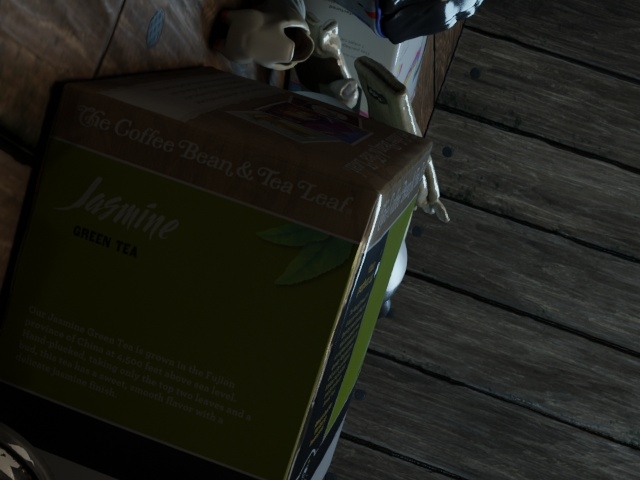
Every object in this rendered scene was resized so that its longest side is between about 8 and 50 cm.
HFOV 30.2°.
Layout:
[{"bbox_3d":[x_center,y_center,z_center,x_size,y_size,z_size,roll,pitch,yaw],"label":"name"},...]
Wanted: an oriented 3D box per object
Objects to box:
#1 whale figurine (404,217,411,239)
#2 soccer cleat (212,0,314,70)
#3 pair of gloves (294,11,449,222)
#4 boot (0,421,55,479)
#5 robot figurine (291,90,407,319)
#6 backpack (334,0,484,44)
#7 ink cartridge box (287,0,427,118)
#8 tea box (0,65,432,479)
[{"bbox_3d":[0.068,-0.078,2.038,0.272,0.141,0.216,-104,-156,-56],"label":"whale figurine"},{"bbox_3d":[-0.037,-0.190,1.101,0.196,0.076,0.068,-52,159,-68],"label":"soccer cleat"},{"bbox_3d":[0.043,-0.135,1.227,0.042,0.240,0.204,-33,134,-14],"label":"pair of gloves"},{"bbox_3d":[-0.244,0.244,0.665,0.229,0.091,0.263,-61,170,-53],"label":"boot"},{"bbox_3d":[-0.011,-0.019,1.203,0.173,0.209,0.278,-52,144,-28],"label":"robot figurine"},{"bbox_3d":[0.086,-0.328,1.086,0.263,0.213,0.276,-57,164,-13],"label":"backpack"},{"bbox_3d":[0.054,-0.239,1.432,0.306,0.131,0.226,98,13,-49],"label":"ink cartridge box"},{"bbox_3d":[-0.075,0.053,0.904,0.329,0.220,0.323,-40,150,-76],"label":"tea box"}]
